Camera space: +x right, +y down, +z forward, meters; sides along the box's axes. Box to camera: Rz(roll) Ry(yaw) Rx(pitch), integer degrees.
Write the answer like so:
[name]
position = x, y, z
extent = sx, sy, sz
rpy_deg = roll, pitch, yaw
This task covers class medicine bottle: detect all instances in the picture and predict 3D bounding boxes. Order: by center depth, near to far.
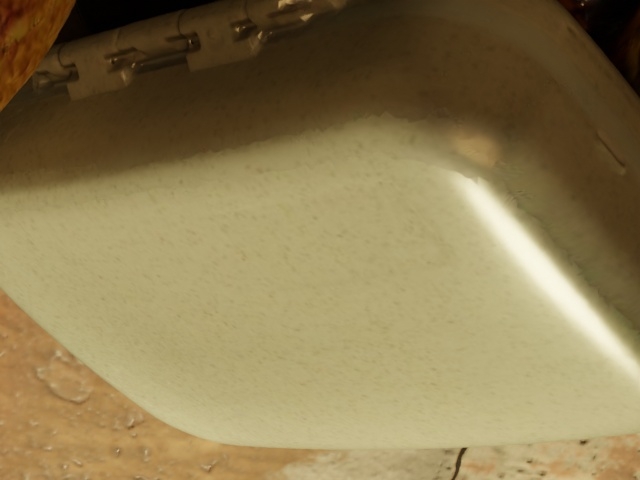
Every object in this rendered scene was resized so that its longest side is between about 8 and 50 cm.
[medicine bottle]
position = 0.000, 0.000, 0.886
extent = 0.375, 0.123, 0.282
rpy_deg = -9, 138, 43

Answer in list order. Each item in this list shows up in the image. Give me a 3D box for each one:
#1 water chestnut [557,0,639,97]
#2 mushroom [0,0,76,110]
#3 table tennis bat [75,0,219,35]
[water chestnut]
position = 0.146, -0.120, 0.909
extent = 0.224, 0.238, 0.223
rpy_deg = -28, 142, -25
[mushroom]
position = -0.263, -0.166, 0.774
extent = 0.345, 0.239, 0.345
rpy_deg = -15, 114, -36
[table tennis bat]
position = -0.080, -0.159, 0.942
extent = 0.138, 0.022, 0.246
rpy_deg = -40, 124, 10
